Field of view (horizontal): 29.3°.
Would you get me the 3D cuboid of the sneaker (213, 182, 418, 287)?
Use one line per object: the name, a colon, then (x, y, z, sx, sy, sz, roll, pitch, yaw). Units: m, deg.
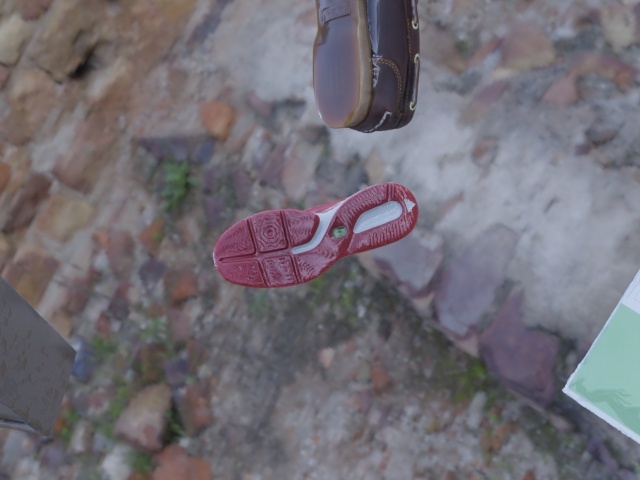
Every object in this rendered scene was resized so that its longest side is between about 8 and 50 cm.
sneaker: (0.000, 0.000, 1.326, 0.128, 0.221, 0.087, 23, -125, -84)

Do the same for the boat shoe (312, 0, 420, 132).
boat shoe: (0.035, -0.180, 0.870, 0.073, 0.073, 0.207, 10, 101, 51)

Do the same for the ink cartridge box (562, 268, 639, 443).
ink cartridge box: (0.260, 0.025, 0.627, 0.171, 0.056, 0.235, 34, 99, 30)

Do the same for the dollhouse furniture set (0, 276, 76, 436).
dollhouse furniture set: (-0.357, 0.210, 0.799, 0.256, 0.362, 0.394, 8, 67, 13)
